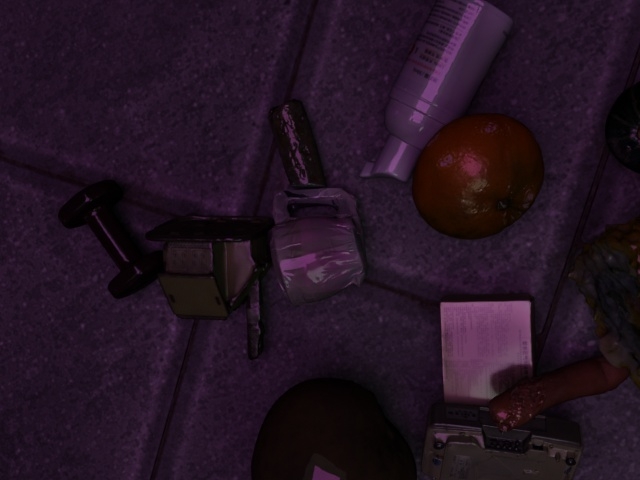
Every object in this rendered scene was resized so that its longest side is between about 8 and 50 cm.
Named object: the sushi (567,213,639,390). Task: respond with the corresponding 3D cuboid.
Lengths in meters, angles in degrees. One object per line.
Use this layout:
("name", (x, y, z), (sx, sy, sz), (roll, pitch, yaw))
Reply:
("sushi", (0.598, 0.122, 1.299), (0.240, 0.351, 0.396), (-29, 82, -6))

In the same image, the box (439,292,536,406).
("box", (0.309, 0.207, 1.501), (0.168, 0.095, 0.212), (-1, 94, 16))

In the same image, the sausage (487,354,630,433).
("sausage", (0.417, 0.258, 1.423), (0.304, 0.078, 0.078), (-13, 90, -28))

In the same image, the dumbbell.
("dumbbell", (-0.418, -0.002, 1.660), (0.140, 0.124, 0.225), (-36, 85, 14))

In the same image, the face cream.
("face cream", (0.199, -0.256, 1.478), (0.145, 0.145, 0.369), (29, 101, 11))

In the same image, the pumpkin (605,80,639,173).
("pumpkin", (0.571, -0.194, 1.391), (0.167, 0.125, 0.167), (17, 127, 23))

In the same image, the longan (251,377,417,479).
("longan", (0.022, 0.413, 1.487), (0.319, 0.319, 0.319), (1, 94, 14))

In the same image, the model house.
("model house", (-0.207, 0.100, 1.588), (0.218, 0.205, 0.278), (2, 101, 15))

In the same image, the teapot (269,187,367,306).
("teapot", (0.004, 0.012, 1.560), (0.178, 0.221, 0.163), (-13, 129, 5))

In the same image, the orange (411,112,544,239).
("orange", (0.277, -0.106, 1.426), (0.240, 0.240, 0.171), (-39, 47, 13))

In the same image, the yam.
("yam", (-0.046, -0.181, 1.580), (0.078, 0.078, 0.179), (-16, 93, 15))

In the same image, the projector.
("projector", (0.320, 0.392, 1.473), (0.269, 0.088, 0.193), (6, 129, 7))
